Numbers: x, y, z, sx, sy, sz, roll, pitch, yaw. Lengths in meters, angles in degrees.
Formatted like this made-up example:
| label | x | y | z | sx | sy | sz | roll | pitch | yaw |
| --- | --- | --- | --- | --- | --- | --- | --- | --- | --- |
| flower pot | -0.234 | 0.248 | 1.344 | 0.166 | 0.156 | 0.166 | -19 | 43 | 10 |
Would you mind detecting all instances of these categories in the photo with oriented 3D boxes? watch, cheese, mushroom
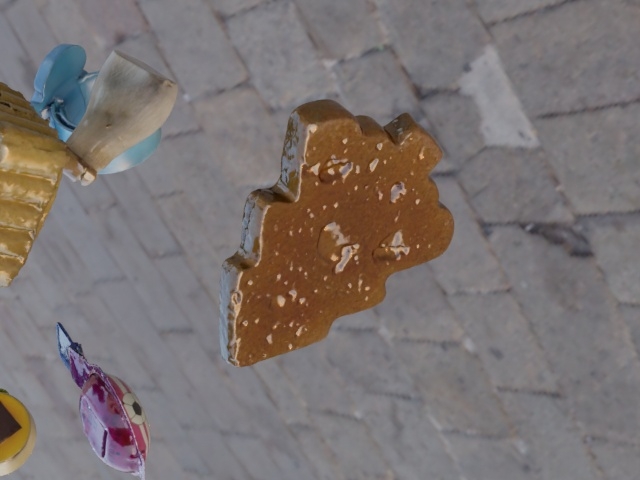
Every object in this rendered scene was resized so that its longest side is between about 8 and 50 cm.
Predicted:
| label | x | y | z | sx | sy | sz | roll | pitch | yaw |
| --- | --- | --- | --- | --- | --- | --- | --- | --- | --- |
| watch | -0.359 | -0.189 | 2.009 | 0.193 | 0.211 | 0.211 | 20 | 140 | 22 |
| cheese | -0.278 | 0.204 | 1.602 | 0.244 | 0.062 | 0.155 | 49 | 148 | 34 |
| mushroom | -0.282 | -0.166 | 1.746 | 0.116 | 0.225 | 0.093 | 28 | 158 | -3 |

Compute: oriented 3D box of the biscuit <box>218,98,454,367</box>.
| label | x | y | z | sx | sy | sz | roll | pitch | yaw |
| --- | --- | --- | --- | --- | --- | --- | --- | --- | --- |
| biscuit | -0.001 | -0.001 | 1.238 | 0.043 | 0.301 | 0.278 | 41 | 177 | 42 |

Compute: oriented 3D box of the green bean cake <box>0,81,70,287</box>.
| label | x | y | z | sx | sy | sz | roll | pitch | yaw |
| --- | --- | --- | --- | --- | --- | --- | --- | --- | --- |
| green bean cake | -0.433 | -0.078 | 1.626 | 0.224 | 0.131 | 0.230 | 43 | 110 | 49 |

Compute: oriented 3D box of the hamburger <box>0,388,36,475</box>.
| label | x | y | z | sx | sy | sz | roll | pitch | yaw |
| --- | --- | --- | --- | --- | --- | --- | --- | --- | --- |
| hamburger | -0.486 | 0.279 | 1.850 | 0.141 | 0.126 | 0.081 | 33 | 156 | 1 |
